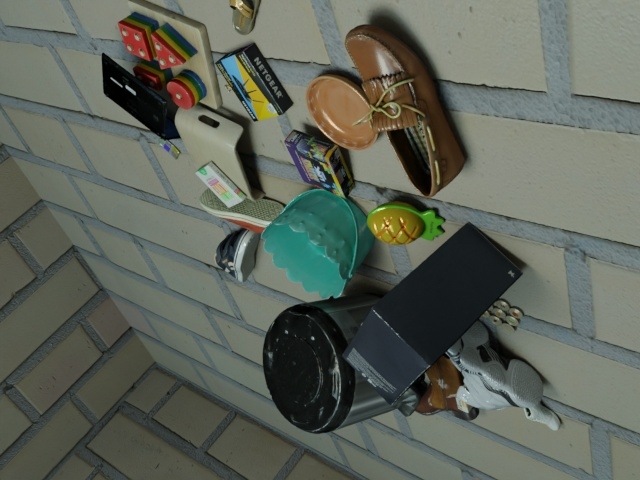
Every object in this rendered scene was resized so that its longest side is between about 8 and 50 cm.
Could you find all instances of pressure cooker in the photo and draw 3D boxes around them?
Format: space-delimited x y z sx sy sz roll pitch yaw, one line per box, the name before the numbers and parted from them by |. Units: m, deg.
pressure cooker | 0.095 0.341 2.053 0.376 0.420 0.369 -12 86 48

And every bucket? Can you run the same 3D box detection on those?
bucket | 0.000 0.000 1.933 0.281 0.183 0.281 30 149 20

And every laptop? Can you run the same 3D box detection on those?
laptop | -0.491 -0.409 2.034 0.234 0.136 0.264 37 149 8

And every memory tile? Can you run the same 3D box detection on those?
memory tile | 0.439 0.174 1.809 0.148 0.012 0.113 31 150 18

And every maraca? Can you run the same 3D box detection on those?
maraca | 0.205 -0.040 1.723 0.186 0.099 0.127 4 143 11

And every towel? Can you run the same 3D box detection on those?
towel | -0.489 -0.300 2.301 0.083 0.009 0.060 45 152 -5

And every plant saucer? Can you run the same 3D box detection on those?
plant saucer | 0.055 -0.295 1.614 0.200 0.037 0.200 31 149 21

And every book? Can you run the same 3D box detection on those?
book | -0.290 -0.165 2.078 0.144 0.035 0.096 45 154 -16

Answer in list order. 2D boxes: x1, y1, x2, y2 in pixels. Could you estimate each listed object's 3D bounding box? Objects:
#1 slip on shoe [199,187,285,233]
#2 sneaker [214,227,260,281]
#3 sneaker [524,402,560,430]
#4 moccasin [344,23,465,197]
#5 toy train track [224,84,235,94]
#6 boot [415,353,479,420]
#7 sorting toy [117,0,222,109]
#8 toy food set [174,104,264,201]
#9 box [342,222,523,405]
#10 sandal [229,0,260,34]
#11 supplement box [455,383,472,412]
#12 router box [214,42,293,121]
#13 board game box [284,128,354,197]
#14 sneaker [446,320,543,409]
slip on shoe | -0.238 -0.088 2.182 0.331 0.123 0.101 18 148 28
sneaker | -0.288 0.036 2.395 0.127 0.126 0.321 32 152 6
sneaker | 0.604 0.483 1.981 0.152 0.061 0.054 44 150 -8
moccasin | 0.155 -0.254 1.430 0.139 0.147 0.380 7 136 46
toy train track | -0.222 -0.394 1.841 0.083 0.014 0.048 12 140 41
boot | 0.337 0.433 2.205 0.264 0.096 0.280 8 136 46
sorting toy | -0.402 -0.474 1.874 0.255 0.089 0.257 28 148 24
toy food set | -0.278 -0.253 2.046 0.220 0.092 0.306 28 157 24
box | 0.256 0.177 1.680 0.179 0.343 0.312 45 152 12
sandal | -0.177 -0.519 1.577 0.072 0.049 0.180 36 151 10
supplement box | 0.440 0.448 2.094 0.036 0.098 0.062 19 143 35
router box | -0.164 -0.385 1.748 0.133 0.046 0.179 -2 129 52
board game box | -0.001 -0.190 1.779 0.141 0.048 0.170 23 158 30
sneaker | 0.409 0.341 1.943 0.366 0.137 0.210 38 149 -1
